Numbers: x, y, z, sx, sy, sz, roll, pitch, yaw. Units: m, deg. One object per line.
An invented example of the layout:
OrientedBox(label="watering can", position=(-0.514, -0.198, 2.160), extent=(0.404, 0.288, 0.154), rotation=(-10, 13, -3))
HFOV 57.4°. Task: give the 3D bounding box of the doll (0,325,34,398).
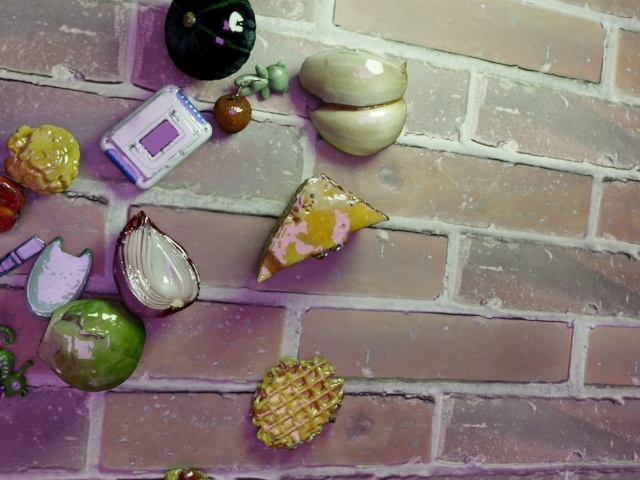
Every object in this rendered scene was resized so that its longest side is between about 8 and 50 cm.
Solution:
OrientedBox(label="doll", position=(-0.773, 0.302, 1.438), extent=(0.115, 0.050, 0.190), rotation=(-23, 96, -11))

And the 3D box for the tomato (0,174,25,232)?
OrientedBox(label="tomato", position=(-0.773, -0.104, 1.389), extent=(0.139, 0.091, 0.159), rotation=(22, 125, -26))

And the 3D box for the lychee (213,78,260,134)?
OrientedBox(label="lychee", position=(-0.229, -0.351, 1.545), extent=(0.114, 0.101, 0.140), rotation=(-21, 116, -46))

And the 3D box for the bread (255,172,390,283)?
OrientedBox(label="bread", position=(0.000, 0.000, 1.558), extent=(0.279, 0.248, 0.315), rotation=(22, 90, -15))

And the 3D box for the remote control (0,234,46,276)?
OrientedBox(label="remote control", position=(-0.755, 0.046, 1.444), extent=(0.152, 0.027, 0.043), rotation=(-37, 98, -14))

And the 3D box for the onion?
OrientedBox(label="onion", position=(-0.436, 0.065, 1.482), extent=(0.227, 0.120, 0.284), rotation=(1, 65, -56))

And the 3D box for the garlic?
OrientedBox(label="garlic", position=(0.104, -0.394, 1.608), extent=(0.313, 0.286, 0.249), rotation=(-3, 49, -22))

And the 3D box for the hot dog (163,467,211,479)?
OrientedBox(label="hot dog", position=(-0.366, 0.705, 1.546), extent=(0.146, 0.103, 0.213), rotation=(8, 91, -17))

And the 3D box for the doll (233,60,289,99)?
OrientedBox(label="doll", position=(-0.160, -0.435, 1.579), extent=(0.150, 0.077, 0.115), rotation=(-16, 141, -10))

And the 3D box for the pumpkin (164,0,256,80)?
OrientedBox(label="pumpkin", position=(-0.261, -0.523, 1.487), extent=(0.248, 0.248, 0.248), rotation=(-1, 92, -17))

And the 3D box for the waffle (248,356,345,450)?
OrientedBox(label="waffle", position=(-0.060, 0.460, 1.650), extent=(0.262, 0.060, 0.281), rotation=(16, 88, -16))

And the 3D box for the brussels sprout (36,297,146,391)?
OrientedBox(label="brussels sprout", position=(-0.544, 0.245, 1.413), extent=(0.244, 0.244, 0.244), rotation=(-1, 92, -17))

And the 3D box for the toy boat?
OrientedBox(label="toy boat", position=(-0.658, 0.099, 1.460), extent=(0.134, 0.079, 0.208), rotation=(24, 75, -25))

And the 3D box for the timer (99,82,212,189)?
OrientedBox(label="timer", position=(-0.420, -0.267, 1.505), extent=(0.253, 0.078, 0.178), rotation=(-44, 104, -11))

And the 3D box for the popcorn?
OrientedBox(label="popcorn", position=(-0.661, -0.196, 1.401), extent=(0.180, 0.170, 0.180), rotation=(-13, 106, -54))
